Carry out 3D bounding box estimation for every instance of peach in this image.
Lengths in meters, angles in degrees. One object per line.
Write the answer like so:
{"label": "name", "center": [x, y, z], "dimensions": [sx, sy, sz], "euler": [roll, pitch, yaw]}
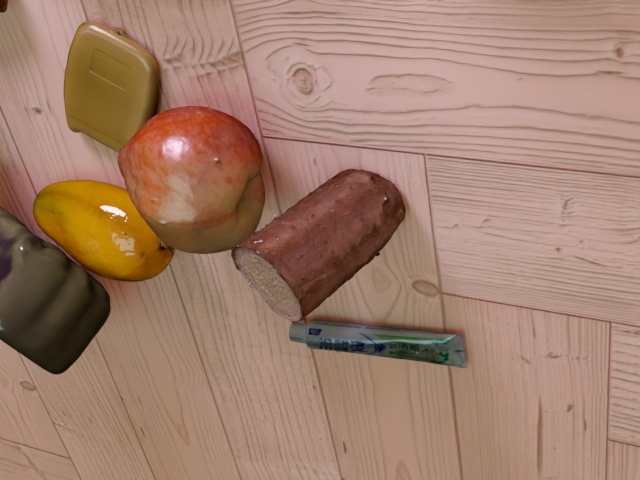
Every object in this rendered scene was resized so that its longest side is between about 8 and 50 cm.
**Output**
{"label": "peach", "center": [-0.192, -0.088, 1.379], "dimensions": [0.232, 0.232, 0.232], "euler": [17, 135, 18]}

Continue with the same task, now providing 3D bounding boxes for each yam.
{"label": "yam", "center": [0.001, 0.000, 1.328], "dimensions": [0.128, 0.238, 0.129], "euler": [17, 135, 39]}

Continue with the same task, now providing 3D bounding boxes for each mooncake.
{"label": "mooncake", "center": [-0.525, 0.074, 1.675], "dimensions": [0.351, 0.187, 0.351], "euler": [32, 164, 10]}

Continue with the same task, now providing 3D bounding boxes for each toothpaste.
{"label": "toothpaste", "center": [0.088, 0.162, 1.554], "dimensions": [0.297, 0.048, 0.075], "euler": [4, 130, 24]}

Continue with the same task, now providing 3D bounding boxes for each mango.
{"label": "mango", "center": [-0.363, -0.019, 1.615], "dimensions": [0.317, 0.119, 0.176], "euler": [20, 141, 27]}

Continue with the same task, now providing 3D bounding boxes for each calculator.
{"label": "calculator", "center": [-0.318, -0.222, 1.457], "dimensions": [0.157, 0.033, 0.236], "euler": [29, 135, 6]}

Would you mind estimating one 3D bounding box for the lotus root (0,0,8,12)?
{"label": "lotus root", "center": [-0.573, -0.403, 1.405], "dimensions": [0.258, 0.097, 0.110], "euler": [24, 134, 5]}
